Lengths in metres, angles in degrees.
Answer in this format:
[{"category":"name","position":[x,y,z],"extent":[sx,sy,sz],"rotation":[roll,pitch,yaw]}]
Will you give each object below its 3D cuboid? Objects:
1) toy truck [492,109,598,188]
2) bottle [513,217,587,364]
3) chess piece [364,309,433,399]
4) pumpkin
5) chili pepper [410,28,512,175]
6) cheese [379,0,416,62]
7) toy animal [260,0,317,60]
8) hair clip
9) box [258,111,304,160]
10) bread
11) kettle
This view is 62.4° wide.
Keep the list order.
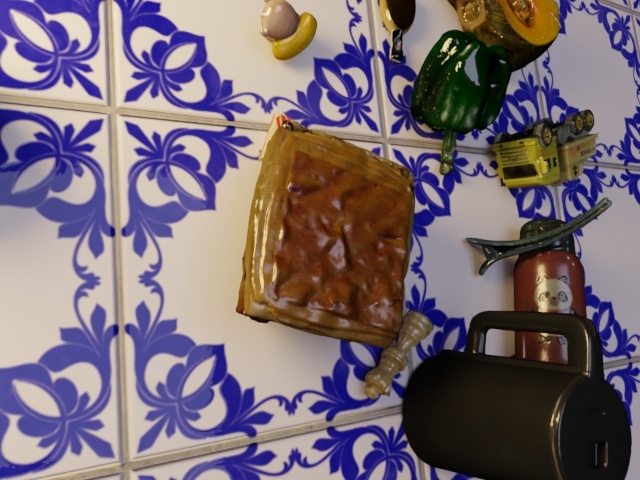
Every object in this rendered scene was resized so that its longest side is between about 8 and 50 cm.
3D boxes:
[{"category":"toy truck","position":[0.513,-0.193,1.185],"extent":[0.272,0.124,0.157],"rotation":[-21,101,-35]},{"category":"bottle","position":[0.466,0.121,1.086],"extent":[0.143,0.144,0.337],"rotation":[12,72,-28]},{"category":"chess piece","position":[0.131,0.201,0.920],"extent":[0.060,0.060,0.172],"rotation":[48,64,-13]},{"category":"pumpkin","position":[0.404,-0.518,1.174],"extent":[0.190,0.139,0.281],"rotation":[-33,100,-27]},{"category":"chili pepper","position":[0.260,-0.265,1.032],"extent":[0.165,0.261,0.173],"rotation":[33,38,24]},{"category":"cheese","position":[0.157,-0.438,1.074],"extent":[0.086,0.036,0.163],"rotation":[10,75,-31]},{"category":"toy animal","position":[-0.071,-0.365,0.910],"extent":[0.114,0.082,0.091],"rotation":[8,119,-44]},{"category":"hair clip","position":[0.435,-0.012,1.045],"extent":[0.048,0.275,0.083],"rotation":[-13,82,-74]},{"category":"box","position":[-0.065,-0.167,0.902],"extent":[0.058,0.015,0.093],"rotation":[24,70,-22]},{"category":"bread","position":[0.000,0.000,0.820],"extent":[0.277,0.167,0.325],"rotation":[19,62,-25]},{"category":"kettle","position":[0.321,0.271,0.869],"extent":[0.203,0.308,0.262],"rotation":[43,63,-17]}]
